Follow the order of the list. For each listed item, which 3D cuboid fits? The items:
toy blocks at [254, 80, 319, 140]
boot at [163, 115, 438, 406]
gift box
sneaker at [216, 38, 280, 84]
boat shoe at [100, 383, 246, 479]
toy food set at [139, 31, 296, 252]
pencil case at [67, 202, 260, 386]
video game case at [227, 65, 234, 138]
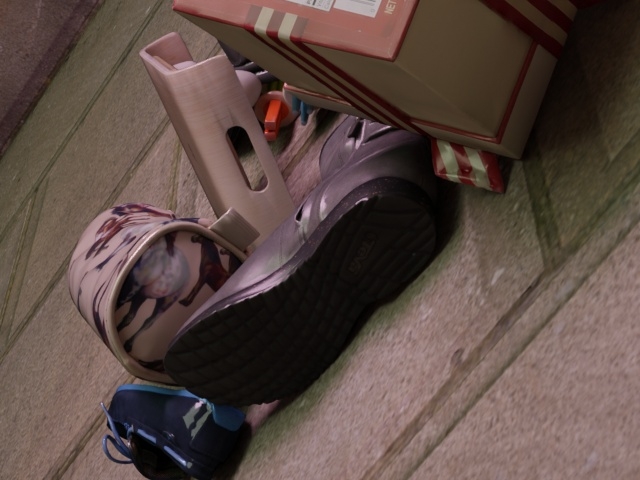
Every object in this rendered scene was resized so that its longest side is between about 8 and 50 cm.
[{"bbox_3d":[-0.035,-0.165,2.001,0.123,0.054,0.148,-48,22,34],"label":"toy blocks"},{"bbox_3d":[0.000,0.000,1.589,0.338,0.118,0.222,-36,25,31],"label":"boot"},{"bbox_3d":[0.080,-0.203,1.367,0.276,0.258,0.255,24,88,33],"label":"gift box"},{"bbox_3d":[0.002,-0.262,1.924,0.296,0.147,0.104,-26,15,-26],"label":"sneaker"},{"bbox_3d":[-0.165,0.196,1.718,0.258,0.109,0.089,-19,48,68],"label":"boat shoe"},{"bbox_3d":[-0.099,-0.115,1.877,0.092,0.219,0.306,-26,16,-6],"label":"toy food set"},{"bbox_3d":[-0.168,0.045,1.837,0.183,0.160,0.410,-41,12,-8],"label":"pencil case"},{"bbox_3d":[-0.076,-0.242,2.148,0.275,0.035,0.248,122,174,-75],"label":"video game case"}]
